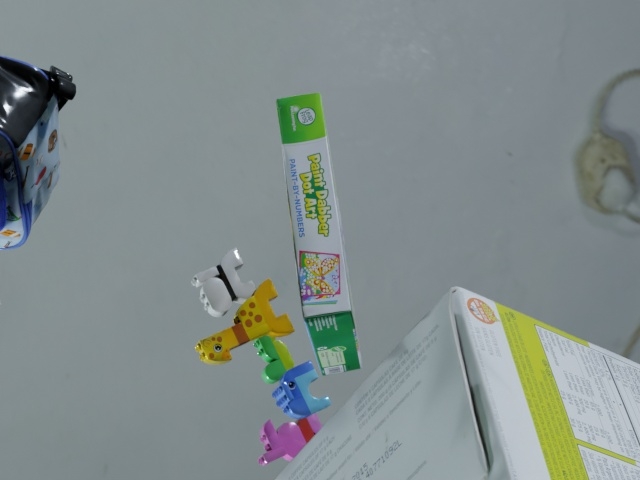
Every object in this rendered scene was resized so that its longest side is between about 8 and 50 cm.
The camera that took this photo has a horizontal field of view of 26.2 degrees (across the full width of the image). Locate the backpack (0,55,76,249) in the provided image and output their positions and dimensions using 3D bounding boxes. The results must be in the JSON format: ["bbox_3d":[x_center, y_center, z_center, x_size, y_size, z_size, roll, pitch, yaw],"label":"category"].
[{"bbox_3d":[-0.419,-0.096,1.569,0.276,0.263,0.213,21,64,11],"label":"backpack"}]

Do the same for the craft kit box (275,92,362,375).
[{"bbox_3d":[0.000,0.000,1.524,0.060,0.250,0.247,-11,71,1],"label":"craft kit box"}]

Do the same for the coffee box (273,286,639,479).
[{"bbox_3d":[0.181,0.314,1.237,0.334,0.338,0.338,22,124,-28],"label":"coffee box"}]

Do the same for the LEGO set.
[{"bbox_3d":[-0.070,0.117,1.335,0.093,0.087,0.227,-23,79,-20],"label":"LEGO set"}]
